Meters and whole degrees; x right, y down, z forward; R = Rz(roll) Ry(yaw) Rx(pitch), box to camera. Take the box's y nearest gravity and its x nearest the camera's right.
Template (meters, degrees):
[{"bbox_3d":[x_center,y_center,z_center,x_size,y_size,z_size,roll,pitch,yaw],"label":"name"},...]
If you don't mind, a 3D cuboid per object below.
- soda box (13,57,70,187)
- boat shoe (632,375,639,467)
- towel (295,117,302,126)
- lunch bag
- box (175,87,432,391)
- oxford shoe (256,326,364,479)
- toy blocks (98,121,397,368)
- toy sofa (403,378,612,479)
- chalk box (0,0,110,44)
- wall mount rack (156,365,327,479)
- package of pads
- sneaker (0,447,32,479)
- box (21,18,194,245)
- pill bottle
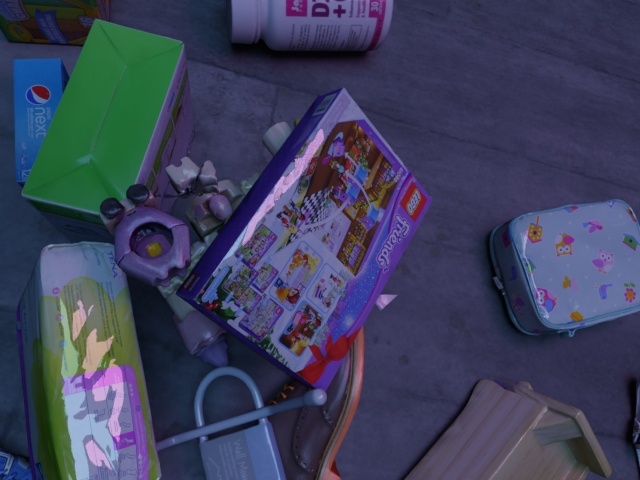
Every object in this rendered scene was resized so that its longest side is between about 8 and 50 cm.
[{"bbox_3d":[-0.436,-0.179,0.774,0.071,0.067,0.210,-7,76,-14],"label":"soda box"},{"bbox_3d":[0.579,0.345,0.833,0.075,0.083,0.227,-5,76,-15],"label":"boat shoe"},{"bbox_3d":[0.022,-0.117,0.880,0.102,0.021,0.238,-7,76,-15],"label":"towel"},{"bbox_3d":[0.448,0.052,0.877,0.278,0.108,0.224,-10,79,-14],"label":"lunch bag"},{"bbox_3d":[0.000,0.000,0.574,0.201,0.057,0.293,44,67,-29],"label":"box"},{"bbox_3d":[-0.020,0.242,0.714,0.132,0.130,0.364,14,72,-1],"label":"oxford shoe"},{"bbox_3d":[-0.076,0.047,0.658,0.288,0.309,0.260,-33,79,-18],"label":"toy blocks"},{"bbox_3d":[0.246,0.394,0.731,0.362,0.177,0.150,-42,110,-20],"label":"toy sofa"},{"bbox_3d":[-0.471,-0.419,0.802,0.212,0.132,0.132,-3,75,-12],"label":"chalk box"},{"bbox_3d":[-0.072,0.317,0.584,0.304,0.130,0.350,-24,75,20],"label":"wall mount rack"},{"bbox_3d":[-0.300,0.173,0.602,0.101,0.229,0.297,-3,69,-40],"label":"package of pads"},{"bbox_3d":[-0.436,0.307,0.627,0.211,0.081,0.080,29,69,-6],"label":"sneaker"},{"bbox_3d":[-0.277,-0.124,0.706,0.126,0.231,0.262,14,72,-7],"label":"box"},{"bbox_3d":[-0.025,-0.429,0.886,0.282,0.160,0.161,-6,76,-13],"label":"pill bottle"}]
